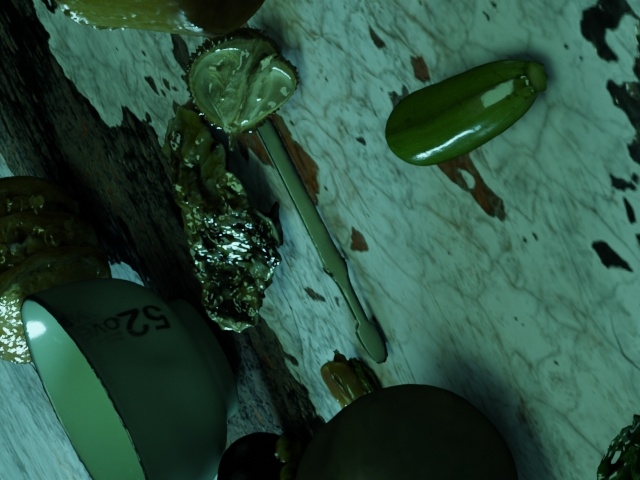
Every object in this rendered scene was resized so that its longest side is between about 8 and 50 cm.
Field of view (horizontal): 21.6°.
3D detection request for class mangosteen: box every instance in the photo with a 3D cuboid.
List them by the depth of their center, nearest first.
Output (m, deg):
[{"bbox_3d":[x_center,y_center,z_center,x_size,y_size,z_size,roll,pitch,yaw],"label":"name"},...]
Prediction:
[{"bbox_3d":[-0.056,0.302,2.113,0.151,0.137,0.137,-25,97,31],"label":"mangosteen"}]

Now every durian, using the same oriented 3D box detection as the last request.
[{"bbox_3d":[-0.075,-0.157,1.657,0.110,0.071,0.140,15,127,4],"label":"durian"}]

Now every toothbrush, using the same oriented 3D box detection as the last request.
[{"bbox_3d":[0.001,0.000,1.755,0.294,0.026,0.028,64,170,-13],"label":"toothbrush"}]

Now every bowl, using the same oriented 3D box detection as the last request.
[{"bbox_3d":[-0.228,0.192,2.195,0.354,0.185,0.354,49,155,33],"label":"bowl"}]

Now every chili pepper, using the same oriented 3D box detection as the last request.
[{"bbox_3d":[0.309,0.247,1.422,0.216,0.062,0.108,57,162,2],"label":"chili pepper"}]

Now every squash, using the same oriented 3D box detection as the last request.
[{"bbox_3d":[0.118,-0.107,1.370,0.066,0.066,0.201,60,149,-4],"label":"squash"}]

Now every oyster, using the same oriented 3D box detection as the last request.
[{"bbox_3d":[-0.124,-0.030,1.898,0.223,0.083,0.214,53,153,27],"label":"oyster"}]

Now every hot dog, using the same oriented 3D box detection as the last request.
[{"bbox_3d":[0.048,0.177,1.863,0.133,0.041,0.056,57,157,-15],"label":"hot dog"}]

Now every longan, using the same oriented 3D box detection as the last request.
[{"bbox_3d":[0.083,0.257,1.665,0.246,0.215,0.246,6,100,32],"label":"longan"}]

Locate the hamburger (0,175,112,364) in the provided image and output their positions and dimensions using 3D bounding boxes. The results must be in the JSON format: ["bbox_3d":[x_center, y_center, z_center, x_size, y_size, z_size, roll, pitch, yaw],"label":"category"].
[{"bbox_3d":[-0.421,0.029,2.327,0.245,0.261,0.211,-49,55,33],"label":"hamburger"}]

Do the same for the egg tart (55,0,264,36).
[{"bbox_3d":[-0.136,-0.277,1.509,0.171,0.215,0.215,22,140,30],"label":"egg tart"}]
